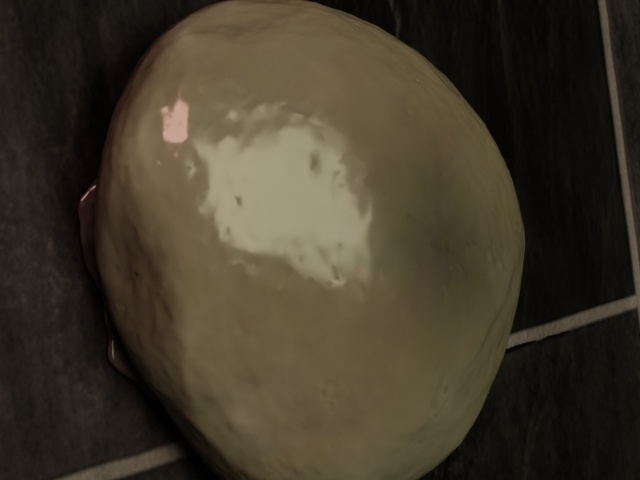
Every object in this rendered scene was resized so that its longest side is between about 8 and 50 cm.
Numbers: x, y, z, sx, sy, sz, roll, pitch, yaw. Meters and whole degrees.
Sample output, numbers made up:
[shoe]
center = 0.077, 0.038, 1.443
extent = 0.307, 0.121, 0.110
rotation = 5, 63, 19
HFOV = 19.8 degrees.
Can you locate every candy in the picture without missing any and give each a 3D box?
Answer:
[candy]
center = 0.000, 0.000, 1.459
extent = 0.427, 0.186, 0.386
rotation = 45, 61, -30
